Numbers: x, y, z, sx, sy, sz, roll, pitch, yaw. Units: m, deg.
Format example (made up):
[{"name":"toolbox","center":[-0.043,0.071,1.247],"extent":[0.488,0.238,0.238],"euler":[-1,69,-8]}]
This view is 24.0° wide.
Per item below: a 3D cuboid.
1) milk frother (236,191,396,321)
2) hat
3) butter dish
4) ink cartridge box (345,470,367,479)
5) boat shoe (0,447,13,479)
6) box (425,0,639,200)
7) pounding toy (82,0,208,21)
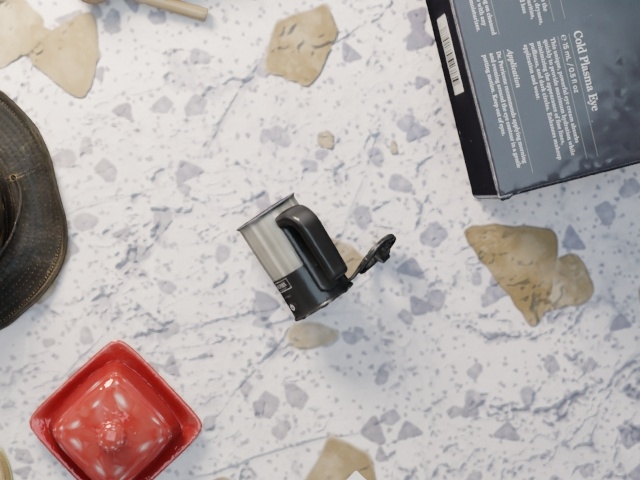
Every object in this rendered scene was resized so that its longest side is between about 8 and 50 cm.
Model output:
[{"name":"milk frother","center":[0.000,0.000,1.808],"extent":[0.143,0.129,0.135],"euler":[-37,96,-45]},{"name":"hat","center":[-0.456,-0.035,1.745],"extent":[0.331,0.134,0.331],"euler":[0,92,-3]},{"name":"butter dish","center":[-0.244,0.224,1.775],"extent":[0.160,0.118,0.160],"euler":[-43,94,-1]},{"name":"ink cartridge box","center":[0.032,0.329,1.843],"extent":[0.048,0.028,0.083],"euler":[44,88,-4]},{"name":"boat shoe","center":[-0.394,0.314,1.803],"extent":[0.050,0.045,0.135],"euler":[-3,92,-4]},{"name":"box","center":[0.302,-0.248,1.771],"extent":[0.312,0.179,0.343],"euler":[-14,93,-3]},{"name":"pounding toy","center":[-0.201,-0.395,1.782],"extent":[0.183,0.110,0.237],"euler":[6,121,-15]}]
